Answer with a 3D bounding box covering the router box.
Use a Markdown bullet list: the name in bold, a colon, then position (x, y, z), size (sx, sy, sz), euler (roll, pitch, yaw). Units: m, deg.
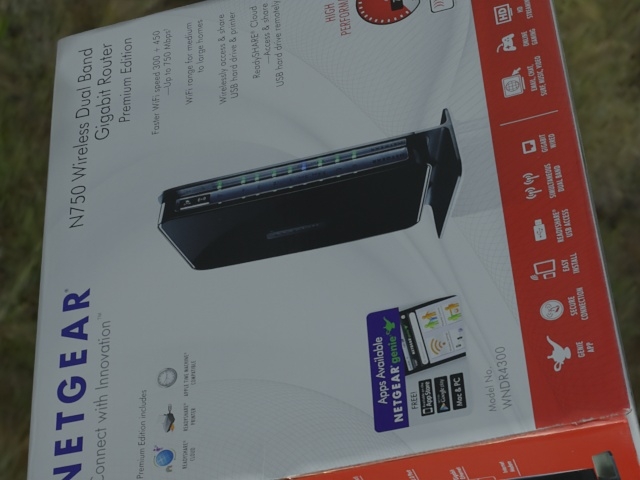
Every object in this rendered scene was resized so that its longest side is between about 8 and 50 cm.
- **router box**: position (0.000, 0.000, 0.839), size (0.301, 0.082, 0.335), euler (-13, 53, 11)
